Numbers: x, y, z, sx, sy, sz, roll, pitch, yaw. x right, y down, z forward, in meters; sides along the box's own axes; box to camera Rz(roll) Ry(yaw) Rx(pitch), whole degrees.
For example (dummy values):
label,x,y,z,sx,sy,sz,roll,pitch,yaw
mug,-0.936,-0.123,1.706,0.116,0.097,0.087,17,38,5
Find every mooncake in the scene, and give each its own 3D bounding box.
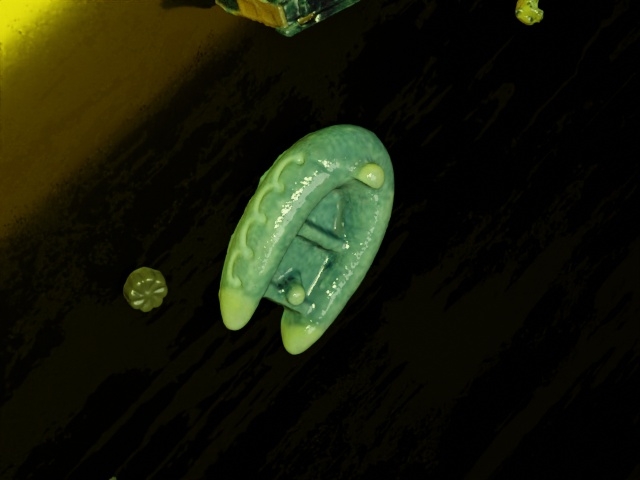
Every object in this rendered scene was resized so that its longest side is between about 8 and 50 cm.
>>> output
label,x,y,z,sx,sy,sz,roll,pitch,yaw
mooncake,-0.256,0.209,1.377,0.150,0.057,0.347,-11,106,-19

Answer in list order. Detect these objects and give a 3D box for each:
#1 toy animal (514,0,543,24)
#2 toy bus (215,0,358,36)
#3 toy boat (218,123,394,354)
label,x,y,z,sx,sy,sz,roll,pitch,yaw
toy animal,0.301,-0.413,1.540,0.136,0.073,0.181,-44,138,16
toy bus,-0.065,-0.421,1.203,0.161,0.194,0.324,-32,125,-23
toy boat,0.000,0.000,1.440,0.215,0.123,0.330,30,89,-37
